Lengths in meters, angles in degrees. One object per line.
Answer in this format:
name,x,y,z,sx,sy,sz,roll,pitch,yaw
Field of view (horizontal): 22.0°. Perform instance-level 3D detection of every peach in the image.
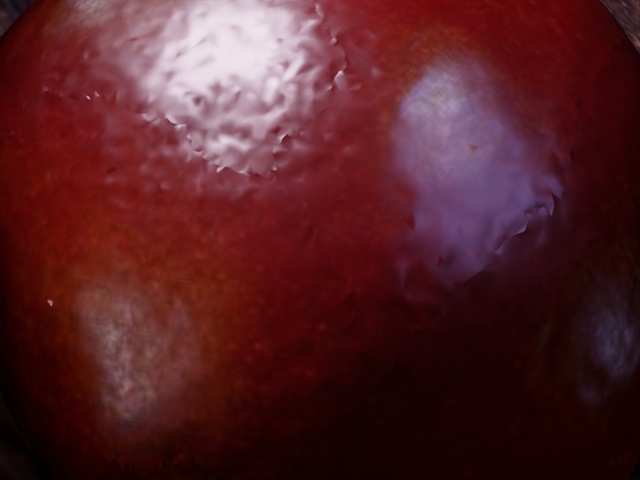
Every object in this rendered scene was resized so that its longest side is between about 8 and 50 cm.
peach,0.000,0.000,0.506,0.243,0.199,0.243,19,43,-19
